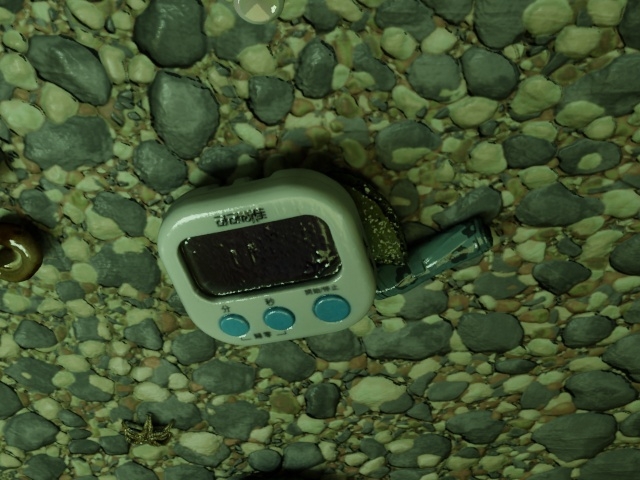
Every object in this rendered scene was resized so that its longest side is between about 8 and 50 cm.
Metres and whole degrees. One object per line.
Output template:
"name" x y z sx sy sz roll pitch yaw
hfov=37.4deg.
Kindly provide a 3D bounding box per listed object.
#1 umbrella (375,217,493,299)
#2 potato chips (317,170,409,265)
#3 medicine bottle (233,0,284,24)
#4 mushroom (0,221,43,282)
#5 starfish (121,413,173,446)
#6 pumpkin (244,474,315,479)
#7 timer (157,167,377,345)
"umbrella" 0.122 0.039 1.297 0.250 0.052 0.053 -29 161 24
"potato chips" 0.000 -0.003 1.261 0.220 0.029 0.202 -34 119 28
"medicine bottle" -0.061 -0.265 0.969 0.052 0.089 0.052 0 134 0
"mushroom" -0.415 0.011 1.241 0.088 0.073 0.129 19 168 10
"starfish" -0.286 0.321 1.584 0.091 0.028 0.078 -19 130 11
"pumpkin" -0.082 0.554 1.688 0.300 0.207 0.300 0 135 0
"timer" -0.064 0.022 1.215 0.262 0.087 0.237 -11 123 14
